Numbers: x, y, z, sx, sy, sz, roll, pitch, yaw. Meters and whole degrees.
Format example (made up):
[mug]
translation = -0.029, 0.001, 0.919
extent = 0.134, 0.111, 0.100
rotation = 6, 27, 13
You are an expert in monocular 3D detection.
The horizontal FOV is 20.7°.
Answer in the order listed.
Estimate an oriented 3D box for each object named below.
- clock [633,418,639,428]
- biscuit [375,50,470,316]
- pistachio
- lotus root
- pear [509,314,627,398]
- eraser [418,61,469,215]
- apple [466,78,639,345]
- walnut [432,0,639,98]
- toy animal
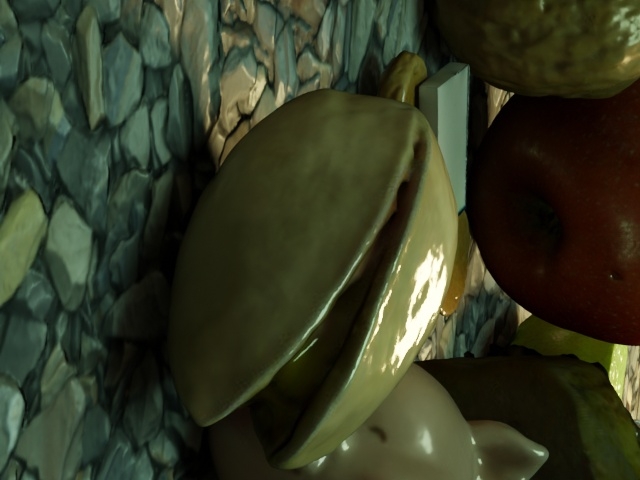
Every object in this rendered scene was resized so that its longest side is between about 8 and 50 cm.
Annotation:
[clock]
translation = 0.305, 0.411, 2.094
extent = 0.184, 0.342, 0.325
rotation = -117, -164, -51
[biscuit]
translation = 0.091, -0.027, 1.735
extent = 0.339, 0.047, 0.216
rotation = 53, 48, -63
[pistachio]
translation = -0.001, 0.025, 1.267
extent = 0.214, 0.193, 0.318
rotation = -42, -158, 42
[lotus root]
translation = 0.131, 0.261, 1.550
extent = 0.111, 0.375, 0.390
rotation = 9, 125, -38
[pear]
translation = 0.302, 0.182, 2.221
extent = 0.292, 0.159, 0.292
rotation = 8, 90, -73
[eraser]
translation = 0.118, -0.088, 1.688
extent = 0.104, 0.023, 0.150
rotation = -42, 135, -62
[apple]
translation = 0.331, -0.044, 1.958
extent = 0.277, 0.348, 0.348
rotation = -19, 119, -34
[walnut]
translation = 0.246, -0.254, 1.784
extent = 0.257, 0.257, 0.224
rotation = 31, 67, -68
[toy animal]
translation = 0.021, 0.234, 1.410
extent = 0.269, 0.237, 0.326
rotation = -55, 152, -24
